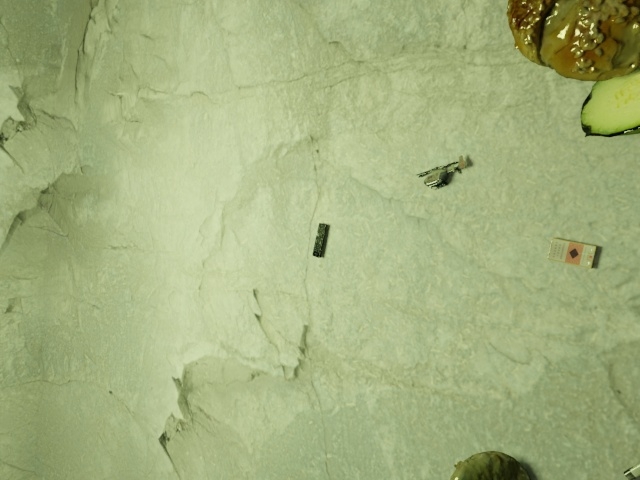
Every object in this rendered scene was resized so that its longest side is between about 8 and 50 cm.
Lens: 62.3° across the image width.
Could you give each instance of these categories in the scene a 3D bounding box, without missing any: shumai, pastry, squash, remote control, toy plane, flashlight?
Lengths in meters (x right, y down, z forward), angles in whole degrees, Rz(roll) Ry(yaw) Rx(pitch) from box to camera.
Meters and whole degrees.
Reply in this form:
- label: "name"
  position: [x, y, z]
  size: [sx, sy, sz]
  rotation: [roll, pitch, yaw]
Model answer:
- label: "shumai"
  position: [0.339, 0.537, 1.108]
  size: [0.120, 0.201, 0.201]
  rotation: [146, 116, -73]
- label: "pastry"
  position: [0.482, -0.450, 0.963]
  size: [0.284, 0.184, 0.315]
  rotation: [-47, 53, 25]
- label: "squash"
  position: [0.585, -0.251, 0.977]
  size: [0.184, 0.085, 0.192]
  rotation: [-27, 40, 55]
- label: "remote control"
  position: [0.000, 0.000, 1.408]
  size: [0.034, 0.016, 0.091]
  rotation: [19, 100, 50]
- label: "toy plane"
  position: [0.279, -0.152, 1.212]
  size: [0.121, 0.031, 0.049]
  rotation: [-21, 69, 35]
- label: "flashlight"
  position: [0.602, 0.417, 0.980]
  size: [0.083, 0.018, 0.018]
  rotation: [-48, 64, 24]

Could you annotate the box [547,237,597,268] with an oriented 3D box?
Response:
- label: "box"
  position: [0.504, 0.025, 1.061]
  size: [0.083, 0.012, 0.046]
  rotation: [14, 96, 34]
